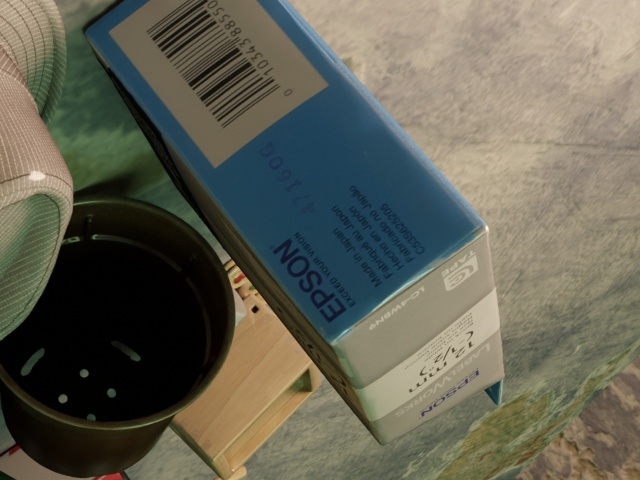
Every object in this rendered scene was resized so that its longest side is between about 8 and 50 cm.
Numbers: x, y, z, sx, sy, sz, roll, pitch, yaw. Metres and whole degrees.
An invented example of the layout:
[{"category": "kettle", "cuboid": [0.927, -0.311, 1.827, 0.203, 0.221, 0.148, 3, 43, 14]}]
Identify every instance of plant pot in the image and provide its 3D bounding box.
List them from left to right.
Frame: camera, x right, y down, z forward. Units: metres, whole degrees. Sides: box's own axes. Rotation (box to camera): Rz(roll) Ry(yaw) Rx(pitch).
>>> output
[{"category": "plant pot", "cuboid": [-0.155, 0.079, 0.955, 0.167, 0.167, 0.165, -28, 163, -26]}]

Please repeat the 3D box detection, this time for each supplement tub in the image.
[{"category": "supplement tub", "cuboid": [-0.119, 0.070, 1.087, 0.107, 0.071, 0.071, -42, 157, 9]}]

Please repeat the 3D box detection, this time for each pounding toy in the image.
[{"category": "pounding toy", "cuboid": [-0.104, 0.163, 1.231, 0.206, 0.094, 0.181, -44, 167, -11]}]

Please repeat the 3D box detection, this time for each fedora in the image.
[{"category": "fedora", "cuboid": [-0.221, -0.007, 0.715, 0.275, 0.124, 0.244, -41, 158, 3]}]

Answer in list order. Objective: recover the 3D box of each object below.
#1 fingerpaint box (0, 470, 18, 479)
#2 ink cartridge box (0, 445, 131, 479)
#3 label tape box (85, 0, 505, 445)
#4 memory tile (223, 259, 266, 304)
[{"category": "fingerpaint box", "cuboid": [-0.277, 0.369, 0.858, 0.445, 0.371, 0.163, -60, -175, 7]}, {"category": "ink cartridge box", "cuboid": [-0.231, 0.235, 1.218, 0.127, 0.072, 0.175, -36, 157, -11]}, {"category": "label tape box", "cuboid": [0.000, 0.000, 0.904, 0.115, 0.249, 0.348, -36, 157, -8]}, {"category": "memory tile", "cuboid": [-0.017, 0.001, 1.190, 0.148, 0.012, 0.113, -42, 158, 4]}]
